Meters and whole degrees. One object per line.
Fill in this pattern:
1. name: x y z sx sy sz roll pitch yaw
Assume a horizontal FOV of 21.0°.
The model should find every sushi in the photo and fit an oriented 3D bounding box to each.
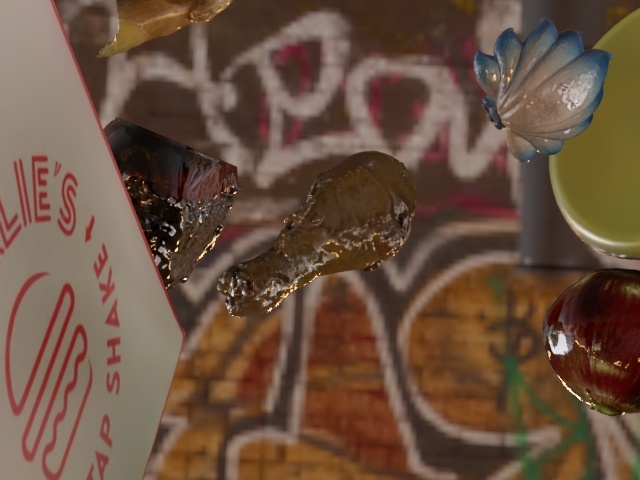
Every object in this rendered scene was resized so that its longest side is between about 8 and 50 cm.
1. sushi: -0.151 -0.032 1.505 0.136 0.126 0.225 22 -177 1

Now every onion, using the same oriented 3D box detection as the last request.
1. onion: 0.212 0.068 1.224 0.118 0.119 0.117 2 146 14

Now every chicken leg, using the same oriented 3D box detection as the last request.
1. chicken leg: 0.002 0.000 1.325 0.198 0.085 0.069 -36 -171 -31

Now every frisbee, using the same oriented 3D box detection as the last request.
1. frisbee: 0.275 -0.097 1.385 0.017 0.236 0.236 26 164 -38

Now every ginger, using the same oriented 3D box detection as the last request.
1. ginger: -0.125 -0.190 1.408 0.137 0.044 0.057 -21 -173 0

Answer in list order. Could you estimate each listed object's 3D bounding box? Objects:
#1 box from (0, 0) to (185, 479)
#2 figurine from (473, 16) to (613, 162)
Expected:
1. box: -0.271 0.059 0.839 0.300 0.314 0.312 -2 135 16
2. figurine: 0.178 -0.122 1.337 0.114 0.114 0.079 3 -172 -15
